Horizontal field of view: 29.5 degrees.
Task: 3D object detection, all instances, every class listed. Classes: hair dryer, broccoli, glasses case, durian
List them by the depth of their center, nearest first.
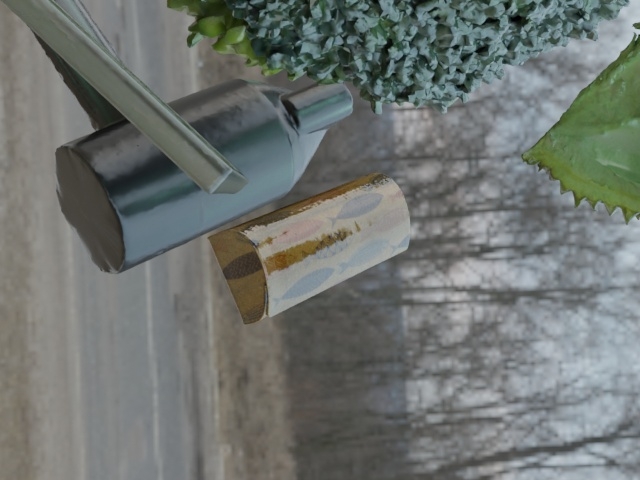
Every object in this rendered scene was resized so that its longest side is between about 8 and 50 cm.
[{"bbox_3d":[0.175,-0.061,0.442,0.215,0.100,0.086,-38,-157,39],"label":"durian"},{"bbox_3d":[0.011,-0.249,0.773,0.353,0.397,0.274,-19,142,-59],"label":"broccoli"},{"bbox_3d":[0.000,0.000,0.847,0.170,0.041,0.064,-24,91,-50],"label":"glasses case"},{"bbox_3d":[-0.142,-0.146,1.037,0.302,0.244,0.116,56,-31,12],"label":"hair dryer"}]

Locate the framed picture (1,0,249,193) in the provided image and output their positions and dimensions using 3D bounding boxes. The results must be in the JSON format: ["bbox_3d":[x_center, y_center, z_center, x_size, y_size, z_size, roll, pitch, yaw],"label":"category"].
[{"bbox_3d":[-0.144,-0.119,0.674,0.265,0.018,0.192,42,1,0],"label":"framed picture"}]
